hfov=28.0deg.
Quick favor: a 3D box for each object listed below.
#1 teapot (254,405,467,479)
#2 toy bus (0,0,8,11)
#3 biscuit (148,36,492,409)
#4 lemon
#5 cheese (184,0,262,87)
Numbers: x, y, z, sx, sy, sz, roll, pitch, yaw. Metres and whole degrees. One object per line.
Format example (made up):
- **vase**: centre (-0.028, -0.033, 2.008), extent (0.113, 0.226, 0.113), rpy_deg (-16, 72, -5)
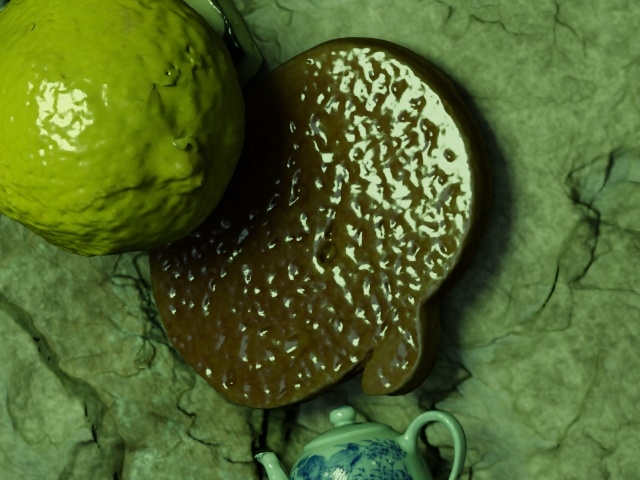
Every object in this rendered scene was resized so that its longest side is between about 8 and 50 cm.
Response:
- **teapot**: centre (0.040, 0.231, 1.257), extent (0.232, 0.159, 0.159), rpy_deg (-20, 84, 27)
- **toy bus**: centre (-0.450, -0.263, 1.370), extent (0.138, 0.097, 0.342), rpy_deg (40, 68, 20)
- **biscuit**: centre (0.004, 0.000, 1.296), extent (0.394, 0.070, 0.350), rpy_deg (-37, 75, 22)
- **lemon**: centre (-0.211, -0.123, 1.226), extent (0.322, 0.268, 0.268), rpy_deg (30, 106, 50)
- **cheese**: centre (-0.184, -0.171, 1.382), extent (0.251, 0.054, 0.127), rpy_deg (-32, 81, 22)
